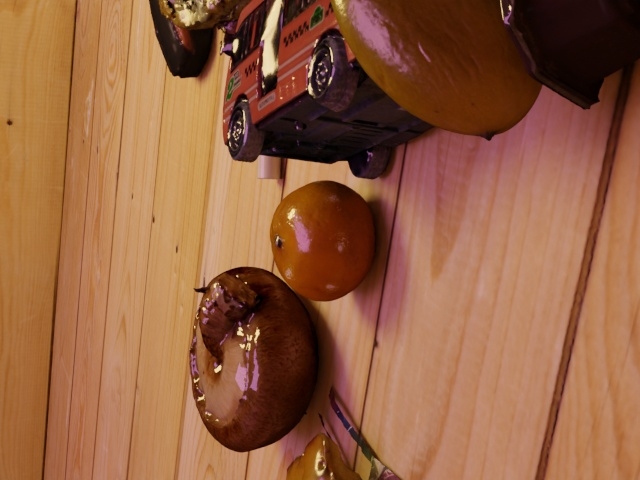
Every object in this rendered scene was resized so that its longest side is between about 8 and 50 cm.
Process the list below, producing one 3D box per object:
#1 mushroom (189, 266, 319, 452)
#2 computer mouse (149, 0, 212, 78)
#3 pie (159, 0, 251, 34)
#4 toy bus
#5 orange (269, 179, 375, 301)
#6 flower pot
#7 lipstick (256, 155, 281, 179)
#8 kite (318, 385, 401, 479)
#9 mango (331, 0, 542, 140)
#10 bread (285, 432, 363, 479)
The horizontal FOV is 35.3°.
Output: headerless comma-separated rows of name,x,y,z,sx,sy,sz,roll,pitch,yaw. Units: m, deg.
mushroom,-0.101,0.162,1.470,0.297,0.163,0.278,-121,31,-50
computer mouse,-0.271,-0.473,1.916,0.183,0.116,0.324,-155,67,-69
pie,-0.121,-0.519,1.515,0.418,0.180,0.395,-44,50,50
toy bus,0.040,-0.216,1.123,0.427,0.203,0.233,163,110,-63
orange,0.000,0.000,1.288,0.156,0.124,0.156,-175,90,-66
flower pot,0.211,-0.246,0.816,0.084,0.178,0.251,-16,73,34
lipstick,-0.079,-0.161,1.568,0.038,0.038,0.131,-171,82,-65
kite,0.059,0.341,1.272,0.360,0.022,0.204,-130,47,-54
mango,0.087,-0.186,0.849,0.237,0.137,0.091,40,173,15
bread,0.016,0.365,1.247,0.161,0.088,0.233,-47,48,45
